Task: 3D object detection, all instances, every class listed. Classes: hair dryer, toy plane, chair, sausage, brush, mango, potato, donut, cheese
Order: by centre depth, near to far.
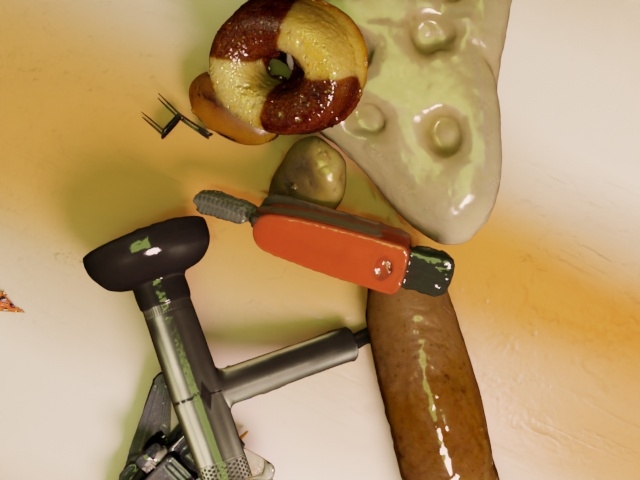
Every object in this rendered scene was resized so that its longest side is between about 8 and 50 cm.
[{"bbox_3d":[-0.043,-0.195,1.281,0.184,0.073,0.166,22,114,13],"label":"donut"},{"bbox_3d":[0.000,0.000,1.333,0.323,0.051,0.070,17,123,9],"label":"brush"},{"bbox_3d":[0.057,-0.175,1.367,0.328,0.129,0.351,3,95,2],"label":"cheese"},{"bbox_3d":[-0.015,-0.067,1.378,0.091,0.070,0.138,52,127,20],"label":"potato"},{"bbox_3d":[-0.106,-0.155,1.381,0.127,0.077,0.063,30,77,1],"label":"mango"},{"bbox_3d":[-0.105,0.111,1.396,0.284,0.156,0.320,-26,90,-44],"label":"hair dryer"},{"bbox_3d":[-0.180,-0.141,1.399,0.086,0.037,0.042,36,81,-1],"label":"chair"},{"bbox_3d":[0.151,0.246,1.401,0.123,0.136,0.501,-14,96,15],"label":"sausage"},{"bbox_3d":[-0.222,0.331,1.406,0.316,0.103,0.204,-45,85,3],"label":"toy plane"}]

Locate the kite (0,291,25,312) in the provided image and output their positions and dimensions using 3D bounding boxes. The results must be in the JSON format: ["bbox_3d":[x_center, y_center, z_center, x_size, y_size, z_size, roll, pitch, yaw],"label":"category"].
[{"bbox_3d":[-0.490,0.042,1.417,0.125,0.008,0.222,-38,95,3],"label":"kite"}]
